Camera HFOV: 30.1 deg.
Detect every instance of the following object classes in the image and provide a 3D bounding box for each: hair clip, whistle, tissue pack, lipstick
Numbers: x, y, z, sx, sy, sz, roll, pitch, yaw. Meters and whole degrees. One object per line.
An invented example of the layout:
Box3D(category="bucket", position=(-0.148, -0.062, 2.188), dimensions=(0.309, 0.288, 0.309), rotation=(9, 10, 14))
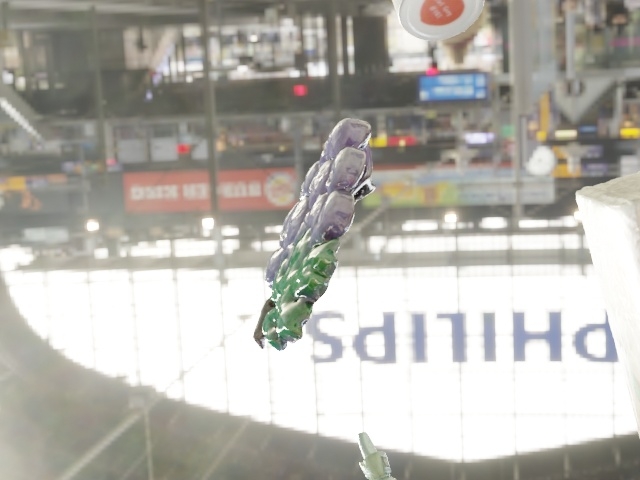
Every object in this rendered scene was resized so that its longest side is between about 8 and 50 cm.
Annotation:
Box3D(category="hair clip", position=(0.002, 0.000, 0.844), dimensions=(0.052, 0.124, 0.195), rotation=(25, -130, -9))
Box3D(category="whistle", position=(0.068, 0.271, 1.398), dimensions=(0.035, 0.100, 0.035), rotation=(-19, 152, -10))
Box3D(category="tissue pack", position=(0.264, 0.114, 0.851), dimensions=(0.071, 0.325, 0.170), rotation=(-15, -176, 2))
Box3D(category="lipstick", position=(0.089, -0.347, 1.240), dimensions=(0.087, 0.087, 0.327), rotation=(-4, -130, -10))
